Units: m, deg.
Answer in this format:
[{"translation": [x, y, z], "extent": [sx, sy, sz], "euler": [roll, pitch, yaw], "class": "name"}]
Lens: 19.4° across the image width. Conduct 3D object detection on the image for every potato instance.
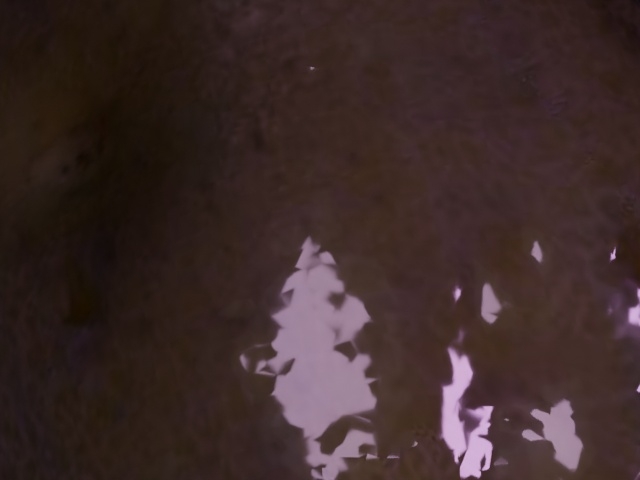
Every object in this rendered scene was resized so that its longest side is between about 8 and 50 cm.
[{"translation": [0.000, 0.000, 0.411], "extent": [0.178, 0.160, 0.235], "euler": [-12, 89, -4], "class": "potato"}]
